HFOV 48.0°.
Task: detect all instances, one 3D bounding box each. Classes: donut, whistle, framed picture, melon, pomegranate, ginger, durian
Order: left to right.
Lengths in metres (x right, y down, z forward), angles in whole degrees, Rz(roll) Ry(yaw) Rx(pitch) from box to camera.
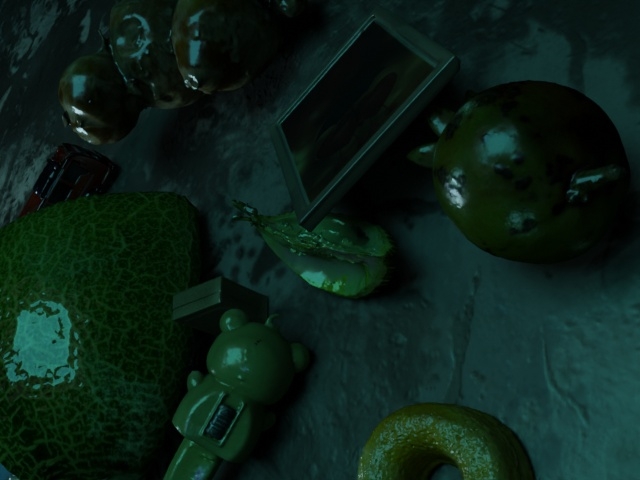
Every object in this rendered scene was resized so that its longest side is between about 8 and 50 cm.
[{"bbox_3d":[-0.283,0.130,0.890,0.331,0.226,0.344,-12,47,-12],"label":"melon"},{"bbox_3d":[-0.184,-0.271,1.004,0.375,0.176,0.256,-14,40,26],"label":"ginger"},{"bbox_3d":[-0.098,0.178,0.749,0.228,0.105,0.085,-61,3,-2],"label":"whistle"},{"bbox_3d":[0.000,0.000,0.744,0.215,0.100,0.086,16,76,39],"label":"durian"},{"bbox_3d":[0.031,-0.150,0.787,0.211,0.020,0.289,-46,25,14],"label":"framed picture"},{"bbox_3d":[0.094,0.200,0.588,0.151,0.058,0.152,-18,58,32],"label":"donut"},{"bbox_3d":[0.163,-0.075,0.605,0.156,0.156,0.220,-40,38,19],"label":"pomegranate"}]

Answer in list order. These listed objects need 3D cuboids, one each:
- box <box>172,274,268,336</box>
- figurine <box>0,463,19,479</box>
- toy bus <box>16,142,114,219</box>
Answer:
[{"bbox_3d":[-0.116,0.078,0.824,0.083,0.079,0.035,-21,57,32],"label":"box"},{"bbox_3d":[-0.370,0.326,0.880,0.262,0.153,0.180,16,119,46],"label":"figurine"},{"bbox_3d":[-0.428,-0.045,1.163,0.073,0.096,0.235,31,92,44],"label":"toy bus"}]
